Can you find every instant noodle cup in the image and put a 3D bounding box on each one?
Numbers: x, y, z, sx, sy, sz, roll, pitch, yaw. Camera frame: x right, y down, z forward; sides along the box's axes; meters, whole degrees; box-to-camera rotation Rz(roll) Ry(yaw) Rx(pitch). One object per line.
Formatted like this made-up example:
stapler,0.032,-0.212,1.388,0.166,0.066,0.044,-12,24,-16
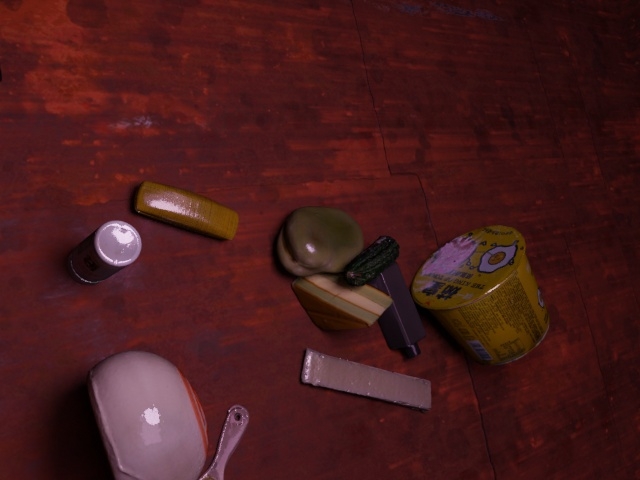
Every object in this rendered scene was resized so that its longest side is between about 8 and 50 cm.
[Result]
instant noodle cup,0.438,0.155,1.737,0.254,0.325,0.326,54,52,-21

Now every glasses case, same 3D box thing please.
glasses case,-0.284,-0.064,1.414,0.234,0.064,0.079,19,67,-31

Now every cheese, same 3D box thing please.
cheese,0.123,0.346,1.608,0.400,0.034,0.085,21,64,-29

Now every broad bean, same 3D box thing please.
broad bean,0.000,0.000,1.578,0.263,0.121,0.189,-12,63,-52

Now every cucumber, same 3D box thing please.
cucumber,0.120,0.054,1.569,0.077,0.077,0.265,61,34,-5

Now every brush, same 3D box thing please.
brush,-0.205,0.474,1.314,0.072,0.067,0.313,37,56,-21

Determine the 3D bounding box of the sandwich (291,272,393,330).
sandwich,0.051,0.122,1.533,0.117,0.187,0.144,-41,107,-38

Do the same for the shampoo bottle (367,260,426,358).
shampoo bottle,0.192,0.180,1.679,0.079,0.080,0.246,-22,90,-37

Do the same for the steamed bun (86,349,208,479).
steamed bun,-0.292,0.324,1.151,0.177,0.283,0.283,-17,87,-22

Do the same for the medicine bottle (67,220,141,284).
medicine bottle,-0.404,0.025,1.225,0.086,0.183,0.086,12,69,-33
